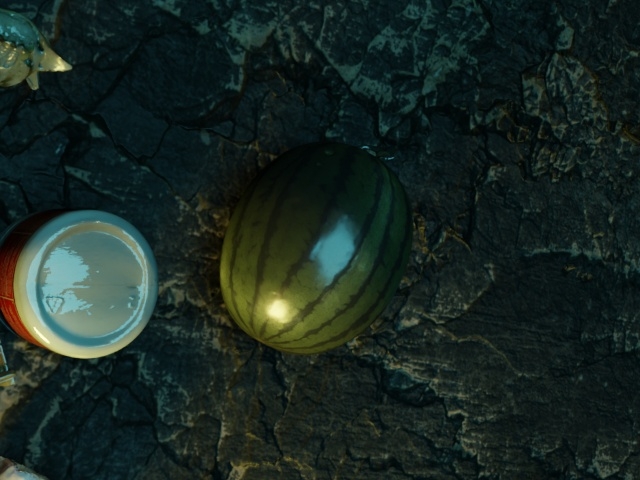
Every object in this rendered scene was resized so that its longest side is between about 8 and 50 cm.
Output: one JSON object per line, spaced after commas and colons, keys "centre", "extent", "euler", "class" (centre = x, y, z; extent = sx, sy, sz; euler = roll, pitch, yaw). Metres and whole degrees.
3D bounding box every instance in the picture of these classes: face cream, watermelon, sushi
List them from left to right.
{"centre": [-0.477, -0.287, 1.527], "extent": [0.273, 0.134, 0.109], "euler": [-1, 61, -21], "class": "sushi"}
{"centre": [-0.348, 0.056, 1.565], "extent": [0.201, 0.187, 0.201], "euler": [-1, 92, -31], "class": "face cream"}
{"centre": [0.000, 0.000, 1.720], "extent": [0.279, 0.279, 0.359], "euler": [31, 76, -28], "class": "watermelon"}

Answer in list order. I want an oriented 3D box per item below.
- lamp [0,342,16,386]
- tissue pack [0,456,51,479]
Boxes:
{"centre": [-0.507, 0.051, 1.529], "extent": [0.089, 0.090, 0.325], "euler": [-18, 99, -28], "class": "lamp"}
{"centre": [-0.429, 0.466, 1.571], "extent": [0.201, 0.124, 0.271], "euler": [37, 73, -30], "class": "tissue pack"}
